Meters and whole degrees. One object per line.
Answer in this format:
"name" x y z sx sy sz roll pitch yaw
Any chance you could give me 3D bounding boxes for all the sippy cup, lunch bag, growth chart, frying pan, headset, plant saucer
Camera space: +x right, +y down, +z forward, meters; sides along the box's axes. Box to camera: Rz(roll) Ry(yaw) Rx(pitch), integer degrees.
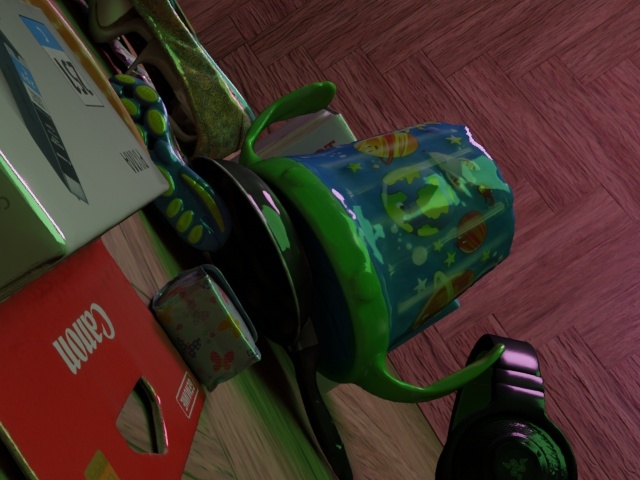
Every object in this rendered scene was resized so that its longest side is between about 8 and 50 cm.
"sippy cup" 0.064 -0.009 0.991 0.240 0.224 0.305 18 -49 60
"lunch bag" -0.078 0.056 0.677 0.071 0.053 0.083 58 -7 -8
"growth chart" -0.289 -0.289 1.305 0.237 0.021 0.172 55 2 -5
"frying pan" -0.030 0.057 0.904 0.326 0.053 0.197 54 -23 18
"headset" 0.193 0.280 0.994 0.394 0.185 0.243 -77 180 -45
"plant saucer" -0.201 -0.126 0.758 0.200 0.037 0.200 57 2 -3

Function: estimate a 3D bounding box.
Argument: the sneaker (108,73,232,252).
"sneaker" -0.148 -0.065 0.886 0.188 0.067 0.078 55 -19 6

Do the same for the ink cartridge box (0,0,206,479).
"ink cartridge box" -0.118 -0.002 0.474 0.261 0.066 0.296 55 3 -7

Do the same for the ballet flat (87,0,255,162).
"ballet flat" -0.213 -0.245 1.204 0.348 0.123 0.123 56 2 -10

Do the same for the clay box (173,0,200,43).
"clay box" -0.256 -0.364 1.407 0.222 0.053 0.127 53 -4 38

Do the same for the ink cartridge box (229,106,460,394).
"ink cartridge box" 0.000 0.000 1.195 0.270 0.198 0.197 57 2 -13
